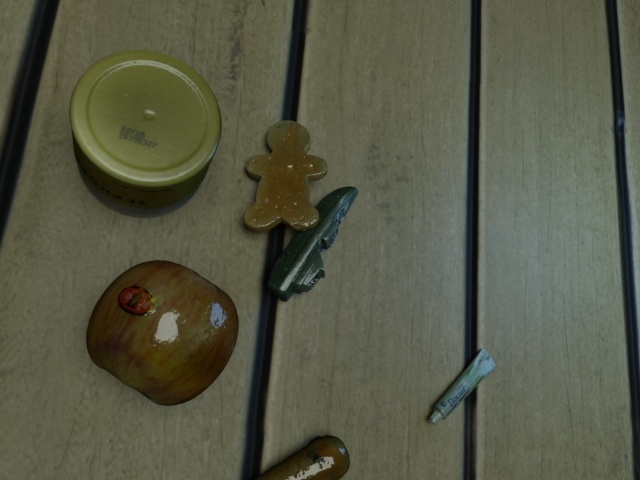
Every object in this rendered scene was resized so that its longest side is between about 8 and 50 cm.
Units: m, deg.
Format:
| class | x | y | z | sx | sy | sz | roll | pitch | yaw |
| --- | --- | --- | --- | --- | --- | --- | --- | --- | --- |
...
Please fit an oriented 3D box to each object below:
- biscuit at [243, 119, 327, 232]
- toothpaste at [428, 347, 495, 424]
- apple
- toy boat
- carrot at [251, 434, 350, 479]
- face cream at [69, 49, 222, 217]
| class | x | y | z | sx | sy | sz | roll | pitch | yaw |
| --- | --- | --- | --- | --- | --- | --- | --- | --- | --- |
| biscuit | -0.063 | -0.121 | 1.000 | 0.153 | 0.030 | 0.235 | 1 | 64 | -3 |
| toothpaste | 0.278 | 0.289 | 1.062 | 0.197 | 0.029 | 0.048 | -37 | 93 | -27 |
| apple | -0.230 | 0.135 | 0.803 | 0.211 | 0.211 | 0.188 | 33 | 68 | -11 |
| toy boat | 0.000 | 0.000 | 0.992 | 0.085 | 0.078 | 0.261 | 28 | 67 | 15 |
| carrot | -0.086 | 0.411 | 0.874 | 0.297 | 0.078 | 0.078 | -24 | 87 | -20 |
| face cream | -0.280 | -0.164 | 0.869 | 0.217 | 0.179 | 0.218 | 5 | 76 | -20 |
